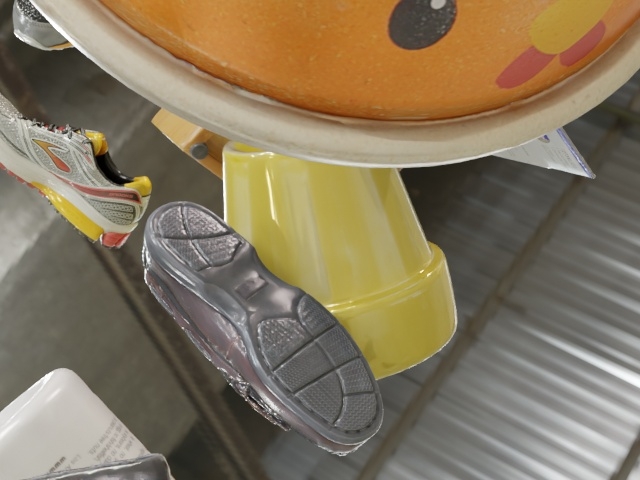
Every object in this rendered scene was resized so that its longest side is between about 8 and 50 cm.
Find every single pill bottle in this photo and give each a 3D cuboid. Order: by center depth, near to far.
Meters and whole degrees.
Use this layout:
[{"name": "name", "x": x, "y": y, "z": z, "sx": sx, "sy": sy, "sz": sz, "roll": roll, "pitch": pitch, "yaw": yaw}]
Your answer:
[{"name": "pill bottle", "x": -0.125, "y": 0.201, "z": 0.816, "sx": 0.131, "sy": 0.229, "sz": 0.131, "roll": -40, "pitch": 7, "yaw": 6}]

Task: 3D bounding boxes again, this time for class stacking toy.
[{"name": "stacking toy", "x": 0.062, "y": -0.257, "z": 0.413, "sx": 0.350, "sy": 0.350, "sz": 0.480, "roll": -49, "pitch": 0, "yaw": -24}]

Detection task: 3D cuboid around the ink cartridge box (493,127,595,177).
[{"name": "ink cartridge box", "x": 0.115, "y": -0.167, "z": 1.394, "sx": 0.069, "sy": 0.371, "sz": 0.176, "roll": -54, "pitch": -50, "yaw": -13}]

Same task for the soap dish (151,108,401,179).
[{"name": "soap dish", "x": -0.032, "y": -0.138, "z": 1.735, "sx": 0.291, "sy": 0.118, "sz": 0.229, "roll": 36, "pitch": -69, "yaw": -30}]

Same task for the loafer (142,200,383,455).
[{"name": "loafer", "x": -0.060, "y": 0.091, "z": 1.279, "sx": 0.109, "sy": 0.302, "sz": 0.095, "roll": -27, "pitch": -26, "yaw": -39}]

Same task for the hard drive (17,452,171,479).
[{"name": "hard drive", "x": -0.048, "y": 0.263, "z": 0.440, "sx": 0.064, "sy": 0.237, "sz": 0.339, "roll": -8, "pitch": -45, "yaw": -14}]

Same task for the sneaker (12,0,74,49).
[{"name": "sneaker", "x": -0.168, "y": -0.241, "z": 1.050, "sx": 0.215, "sy": 0.084, "sz": 0.083, "roll": -56, "pitch": -15, "yaw": -13}]

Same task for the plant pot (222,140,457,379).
[{"name": "plant pot", "x": 0.000, "y": 0.000, "z": 1.419, "sx": 0.254, "sy": 0.254, "sz": 0.239, "roll": -29, "pitch": -67, "yaw": -45}]

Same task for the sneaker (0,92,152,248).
[{"name": "sneaker", "x": -0.275, "y": -0.095, "z": 1.449, "sx": 0.093, "sy": 0.225, "sz": 0.088, "roll": -50, "pitch": 6, "yaw": 14}]
